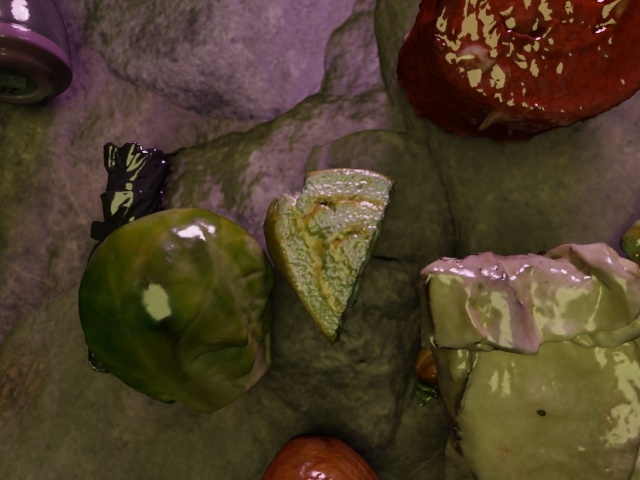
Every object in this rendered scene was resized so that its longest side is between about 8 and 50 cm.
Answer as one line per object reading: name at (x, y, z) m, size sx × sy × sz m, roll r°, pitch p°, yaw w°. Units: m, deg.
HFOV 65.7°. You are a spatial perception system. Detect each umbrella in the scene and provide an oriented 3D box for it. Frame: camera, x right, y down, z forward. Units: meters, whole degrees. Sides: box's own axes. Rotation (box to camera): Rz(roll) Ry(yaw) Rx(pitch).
umbrella at (-0.203, 0.019, 0.509) m, size 0.066 × 0.059 × 0.236 m, roll 6°, pitch 88°, yaw 26°

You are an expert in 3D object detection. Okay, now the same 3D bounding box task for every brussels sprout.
brussels sprout at (-0.124, 0.063, 0.446) m, size 0.144 × 0.161 × 0.181 m, roll -9°, pitch 100°, yaw 52°

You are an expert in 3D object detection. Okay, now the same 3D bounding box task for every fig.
fig at (0.037, 0.248, 0.423) m, size 0.201 × 0.146 × 0.134 m, roll 10°, pitch 106°, yaw 9°

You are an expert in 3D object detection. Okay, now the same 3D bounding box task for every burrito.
burrito at (0.178, 0.162, 0.396) m, size 0.175 × 0.107 × 0.348 m, roll -13°, pitch 104°, yaw 16°

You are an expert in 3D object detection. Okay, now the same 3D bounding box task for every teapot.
teapot at (-0.326, -0.221, 0.522) m, size 0.116 × 0.148 × 0.146 m, roll 0°, pitch 74°, yaw -27°

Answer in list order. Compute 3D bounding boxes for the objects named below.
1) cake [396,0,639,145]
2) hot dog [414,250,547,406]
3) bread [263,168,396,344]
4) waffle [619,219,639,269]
cake at (0.185, -0.216, 0.416) m, size 0.177 × 0.151 × 0.283 m, roll 20°, pitch 92°, yaw -4°
hot dog at (0.159, 0.083, 0.453) m, size 0.188 × 0.055 × 0.072 m, roll -41°, pitch 105°, yaw 9°
bread at (-0.004, 0.005, 0.456) m, size 0.110 × 0.103 × 0.156 m, roll 20°, pitch 84°, yaw 2°
waffle at (0.372, 0.037, 0.425) m, size 0.223 × 0.054 × 0.204 m, roll 21°, pitch 92°, yaw 7°
